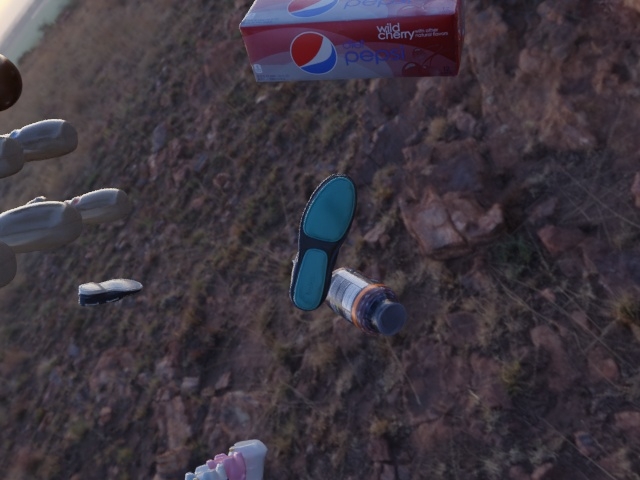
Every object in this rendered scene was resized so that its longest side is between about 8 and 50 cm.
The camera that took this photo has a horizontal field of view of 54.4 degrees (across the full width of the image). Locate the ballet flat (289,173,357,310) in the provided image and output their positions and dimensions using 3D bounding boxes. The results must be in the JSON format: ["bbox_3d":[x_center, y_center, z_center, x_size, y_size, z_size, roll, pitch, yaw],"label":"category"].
[{"bbox_3d":[0.000,0.000,0.885,0.074,0.074,0.203,33,110,58],"label":"ballet flat"}]

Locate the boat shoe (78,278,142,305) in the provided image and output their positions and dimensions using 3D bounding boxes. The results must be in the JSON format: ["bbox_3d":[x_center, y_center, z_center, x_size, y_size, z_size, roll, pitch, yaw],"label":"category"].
[{"bbox_3d":[-0.405,0.103,1.204,0.046,0.125,0.038,27,113,38],"label":"boat shoe"}]

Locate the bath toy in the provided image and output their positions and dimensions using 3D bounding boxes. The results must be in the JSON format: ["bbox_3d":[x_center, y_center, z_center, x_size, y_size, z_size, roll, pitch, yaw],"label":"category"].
[{"bbox_3d":[-0.240,0.576,1.461,0.152,0.348,0.128,-16,84,23],"label":"bath toy"}]

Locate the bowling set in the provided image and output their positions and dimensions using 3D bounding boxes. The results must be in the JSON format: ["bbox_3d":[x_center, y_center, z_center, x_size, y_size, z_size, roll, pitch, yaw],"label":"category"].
[{"bbox_3d":[-0.326,-0.069,0.602,0.154,0.199,0.287,-9,12,11],"label":"bowling set"}]

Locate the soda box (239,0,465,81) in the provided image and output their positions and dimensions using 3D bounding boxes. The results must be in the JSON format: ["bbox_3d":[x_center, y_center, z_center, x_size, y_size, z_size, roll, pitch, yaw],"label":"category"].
[{"bbox_3d":[0.041,-0.258,0.770,0.264,0.083,0.092,3,48,18],"label":"soda box"}]

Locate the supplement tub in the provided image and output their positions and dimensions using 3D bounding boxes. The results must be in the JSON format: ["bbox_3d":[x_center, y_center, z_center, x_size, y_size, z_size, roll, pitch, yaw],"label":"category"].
[{"bbox_3d":[0.093,0.129,1.284,0.106,0.106,0.198,-56,33,-4],"label":"supplement tub"}]
